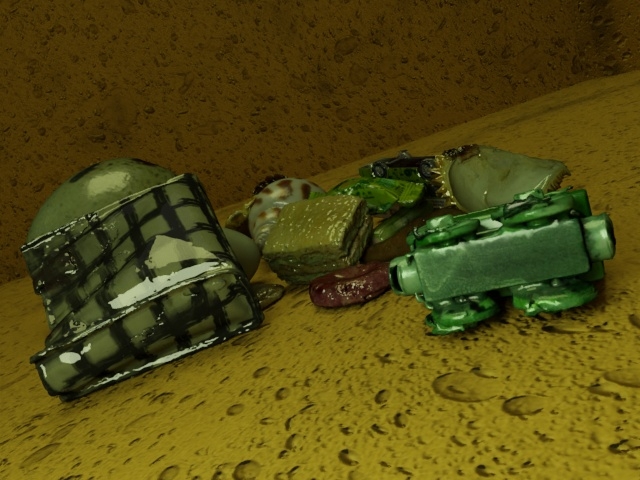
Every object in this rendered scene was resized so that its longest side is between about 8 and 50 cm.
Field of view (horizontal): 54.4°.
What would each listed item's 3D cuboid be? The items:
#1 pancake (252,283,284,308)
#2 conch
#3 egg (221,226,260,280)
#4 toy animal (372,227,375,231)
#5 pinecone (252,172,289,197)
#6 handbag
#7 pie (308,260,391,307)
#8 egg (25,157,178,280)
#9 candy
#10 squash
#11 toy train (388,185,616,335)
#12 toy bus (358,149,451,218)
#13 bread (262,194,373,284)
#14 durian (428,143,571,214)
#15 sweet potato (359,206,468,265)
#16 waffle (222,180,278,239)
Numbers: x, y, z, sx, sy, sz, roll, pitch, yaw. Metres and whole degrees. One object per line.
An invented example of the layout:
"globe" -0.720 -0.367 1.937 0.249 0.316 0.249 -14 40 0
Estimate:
"pancake" -0.132 0.107 1.112 0.139 0.022 0.139 -18 11 4
"conch" -0.079 -0.052 1.439 0.182 0.149 0.275 3 50 24
"egg" -0.221 0.046 1.230 0.209 0.151 0.151 -15 9 -16
"toy animal" 0.048 -0.017 1.293 0.137 0.082 0.269 -23 17 -5
"pinecone" -0.148 -0.137 2.010 0.173 0.174 0.173 -18 10 3
"handbag" -0.296 0.061 1.005 0.327 0.163 0.325 -25 41 -10
"pie" 0.053 0.065 0.963 0.153 0.038 0.153 -16 9 3
"egg" -0.507 -0.015 1.534 0.428 0.345 0.345 -33 15 -22
"candy" 0.079 -0.086 1.225 0.246 0.069 0.149 -10 17 18
"squash" 0.161 -0.030 1.200 0.066 0.066 0.229 -11 13 36
"toy train" 0.208 0.016 0.715 0.243 0.133 0.188 -14 3 27
"toy bus" 0.226 -0.123 1.384 0.113 0.139 0.301 -27 21 -35
"bread" 0.000 0.000 1.112 0.196 0.102 0.138 -10 45 40
"durian" 0.291 -0.090 1.050 0.252 0.139 0.144 13 14 -7
"sweet potato" 0.175 -0.001 0.986 0.108 0.079 0.346 -37 14 -24
"waffle" -0.172 -0.052 1.625 0.262 0.060 0.280 -35 -12 -16
